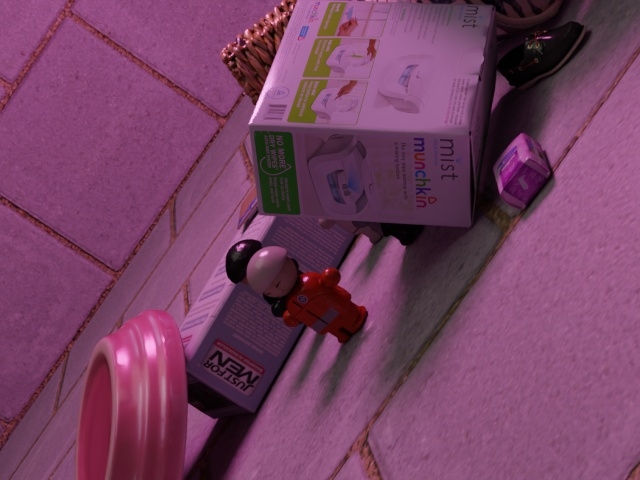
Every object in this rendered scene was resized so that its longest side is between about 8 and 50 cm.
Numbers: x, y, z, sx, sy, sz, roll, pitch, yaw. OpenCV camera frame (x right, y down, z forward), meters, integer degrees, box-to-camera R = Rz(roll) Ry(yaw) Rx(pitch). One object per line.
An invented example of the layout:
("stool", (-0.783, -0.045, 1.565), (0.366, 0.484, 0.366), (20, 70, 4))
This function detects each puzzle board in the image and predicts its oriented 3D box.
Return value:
("puzzle board", (-0.071, -0.078, 1.991), (0.128, 0.011, 0.096), (-53, 12, 18))

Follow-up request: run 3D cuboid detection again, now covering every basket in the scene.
("basket", (0.024, -0.256, 2.143), (0.223, 0.213, 0.299), (-37, -1, 11))

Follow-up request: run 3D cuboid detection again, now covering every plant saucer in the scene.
("plant saucer", (-0.249, 0.251, 1.868), (0.332, 0.084, 0.332), (-173, 90, -71))

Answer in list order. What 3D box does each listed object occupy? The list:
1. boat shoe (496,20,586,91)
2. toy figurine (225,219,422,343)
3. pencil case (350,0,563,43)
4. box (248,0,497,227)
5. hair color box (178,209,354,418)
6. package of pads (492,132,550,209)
("boat shoe", (0.237, -0.203, 1.580), (0.049, 0.042, 0.133), (-60, 14, -28))
("toy figurine", (0.000, 0.000, 1.715), (0.209, 0.148, 0.213), (-57, 12, -3))
("pencil case", (0.159, -0.316, 1.837), (0.160, 0.183, 0.410), (-34, 6, -15))
("box", (0.065, -0.146, 1.581), (0.262, 0.231, 0.126), (-75, -16, -50))
("hair color box", (-0.068, 0.047, 1.946), (0.374, 0.113, 0.185), (-60, 12, -18))
("package of pads", (0.193, -0.067, 1.416), (0.050, 0.032, 0.083), (-55, 12, 20))
